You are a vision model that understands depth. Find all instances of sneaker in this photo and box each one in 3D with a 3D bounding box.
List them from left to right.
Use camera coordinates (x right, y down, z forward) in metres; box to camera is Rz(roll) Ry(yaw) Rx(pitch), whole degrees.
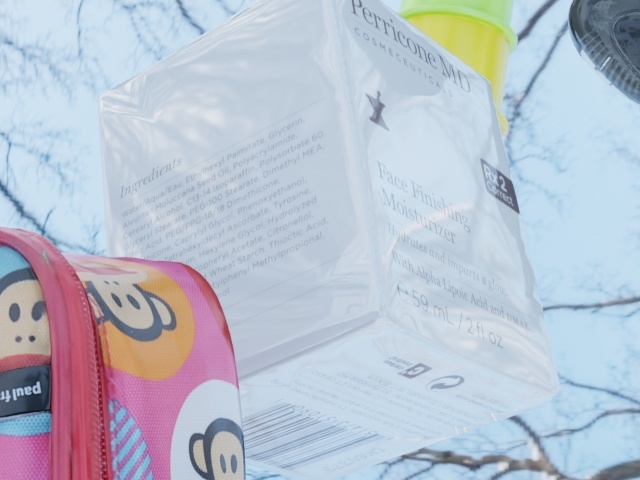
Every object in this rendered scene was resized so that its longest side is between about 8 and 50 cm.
[{"bbox_3d":[0.267,-0.096,0.880,0.234,0.106,0.078,36,-87,-4],"label":"sneaker"}]

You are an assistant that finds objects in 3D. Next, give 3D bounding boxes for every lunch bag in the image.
[{"bbox_3d":[-0.158,0.143,0.492,0.120,0.293,0.258,12,-112,-55],"label":"lunch bag"}]

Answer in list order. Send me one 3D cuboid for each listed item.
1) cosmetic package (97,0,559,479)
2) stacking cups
[{"bbox_3d":[0.000,0.000,0.658,0.151,0.151,0.184,26,-132,-48],"label":"cosmetic package"},{"bbox_3d":[0.113,-0.227,0.957,0.096,0.096,0.316,16,-104,-12],"label":"stacking cups"}]
